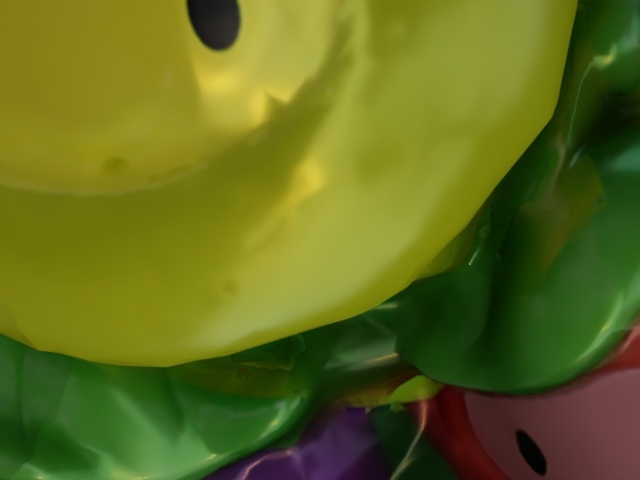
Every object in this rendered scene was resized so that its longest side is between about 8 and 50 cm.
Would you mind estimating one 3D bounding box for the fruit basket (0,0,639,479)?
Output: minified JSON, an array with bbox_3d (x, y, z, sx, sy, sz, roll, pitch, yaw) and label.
[{"bbox_3d":[0.000,0.000,0.424,0.392,0.392,0.282,131,-43,-71],"label":"fruit basket"}]
